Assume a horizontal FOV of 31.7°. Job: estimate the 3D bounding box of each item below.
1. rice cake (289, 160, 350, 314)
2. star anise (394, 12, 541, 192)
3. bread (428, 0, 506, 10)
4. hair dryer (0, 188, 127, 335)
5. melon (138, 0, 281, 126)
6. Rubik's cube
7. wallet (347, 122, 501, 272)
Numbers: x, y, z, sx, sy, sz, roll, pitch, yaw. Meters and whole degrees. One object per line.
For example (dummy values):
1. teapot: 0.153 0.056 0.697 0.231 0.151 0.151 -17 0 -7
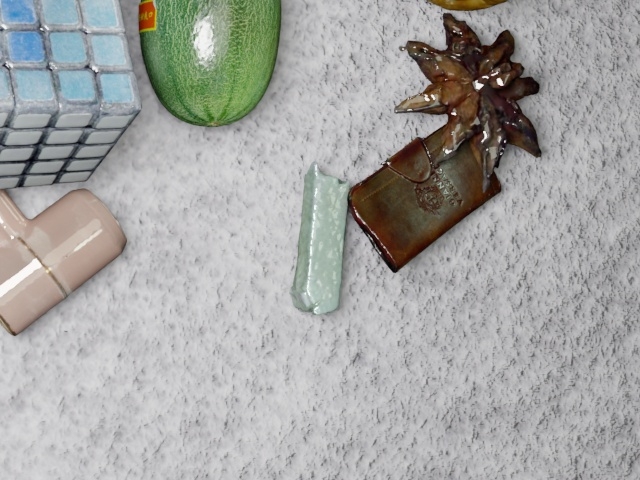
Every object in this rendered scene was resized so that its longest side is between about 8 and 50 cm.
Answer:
1. rice cake: 0.000 0.001 1.545 0.063 0.069 0.206 7 83 -19
2. star anise: 0.231 -0.208 1.596 0.272 0.102 0.272 8 72 -26
3. bread: 0.203 -0.458 1.560 0.176 0.195 0.246 25 79 -24
4. hair dryer: -0.405 -0.072 1.372 0.189 0.107 0.344 -40 105 -16
5. melon: -0.140 -0.289 1.442 0.182 0.182 0.287 5 89 -19
6. Rubik's cube: -0.359 -0.199 1.258 0.237 0.238 0.237 -7 74 -27
7. wallet: 0.146 -0.070 1.579 0.255 0.031 0.137 -36 96 -35
